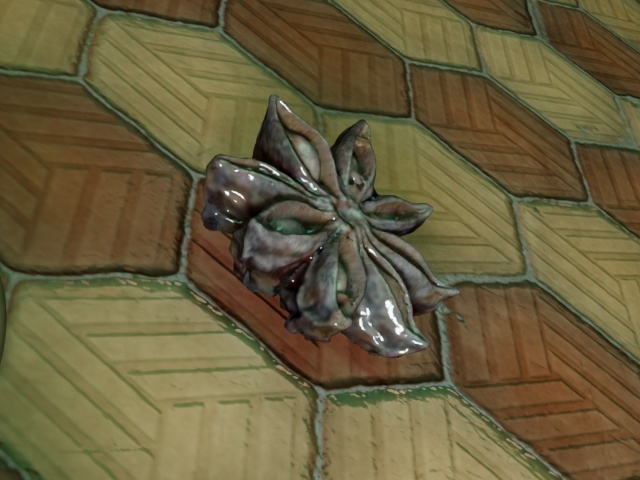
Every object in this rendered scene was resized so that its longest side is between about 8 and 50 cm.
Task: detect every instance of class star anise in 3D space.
[{"bbox_3d":[-0.001,-0.001,1.013,0.236,0.109,0.223,49,39,-6],"label":"star anise"}]

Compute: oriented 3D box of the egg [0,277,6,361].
[{"bbox_3d":[-0.268,0.055,0.614,0.186,0.186,0.253,39,35,10],"label":"egg"}]
